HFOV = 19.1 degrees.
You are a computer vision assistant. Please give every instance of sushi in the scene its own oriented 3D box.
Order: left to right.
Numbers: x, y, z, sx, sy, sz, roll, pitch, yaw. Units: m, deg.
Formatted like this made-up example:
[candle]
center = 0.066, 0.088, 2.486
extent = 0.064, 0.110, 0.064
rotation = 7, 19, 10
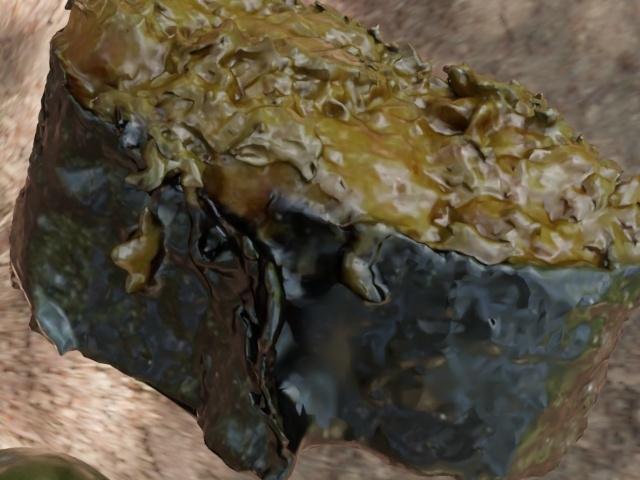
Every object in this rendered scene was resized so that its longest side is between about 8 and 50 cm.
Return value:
[sushi]
center = 0.000, 0.000, 1.000
extent = 0.349, 0.234, 0.207
rotation = 20, 126, 4

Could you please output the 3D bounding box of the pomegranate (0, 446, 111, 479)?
[pomegranate]
center = -0.181, 0.217, 1.115
extent = 0.131, 0.152, 0.191
rotation = 30, 75, -29
